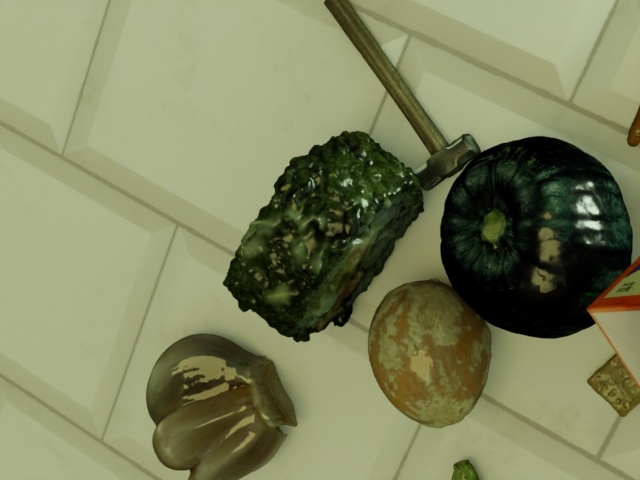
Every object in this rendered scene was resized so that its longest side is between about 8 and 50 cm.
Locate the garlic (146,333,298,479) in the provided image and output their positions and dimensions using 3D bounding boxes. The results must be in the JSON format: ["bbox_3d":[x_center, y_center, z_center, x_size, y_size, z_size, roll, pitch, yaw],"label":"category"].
[{"bbox_3d":[-0.207,0.310,2.062,0.325,0.132,0.279,-26,79,22],"label":"garlic"}]

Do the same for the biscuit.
[{"bbox_3d":[0.476,0.226,1.774,0.083,0.018,0.081,45,115,13],"label":"biscuit"}]

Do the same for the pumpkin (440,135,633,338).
[{"bbox_3d":[0.326,-0.002,1.676,0.315,0.239,0.315,-8,80,55],"label":"pumpkin"}]

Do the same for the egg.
[{"bbox_3d":[0.174,0.179,1.803,0.203,0.203,0.245,-21,67,27],"label":"egg"}]

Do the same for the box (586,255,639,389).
[{"bbox_3d":[0.605,0.128,1.453,0.318,0.257,0.349,56,157,-9],"label":"box"}]

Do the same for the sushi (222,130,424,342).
[{"bbox_3d":[0.000,0.000,1.805,0.178,0.294,0.352,40,121,15],"label":"sushi"}]

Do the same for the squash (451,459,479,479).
[{"bbox_3d":[0.247,0.469,1.902,0.066,0.066,0.201,-1,99,26],"label":"squash"}]

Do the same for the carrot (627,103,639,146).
[{"bbox_3d":[0.513,-0.250,1.658,0.043,0.043,0.247,28,113,19],"label":"carrot"}]

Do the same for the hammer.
[{"bbox_3d":[0.118,-0.258,1.851,0.111,0.043,0.365,-38,80,28],"label":"hammer"}]
